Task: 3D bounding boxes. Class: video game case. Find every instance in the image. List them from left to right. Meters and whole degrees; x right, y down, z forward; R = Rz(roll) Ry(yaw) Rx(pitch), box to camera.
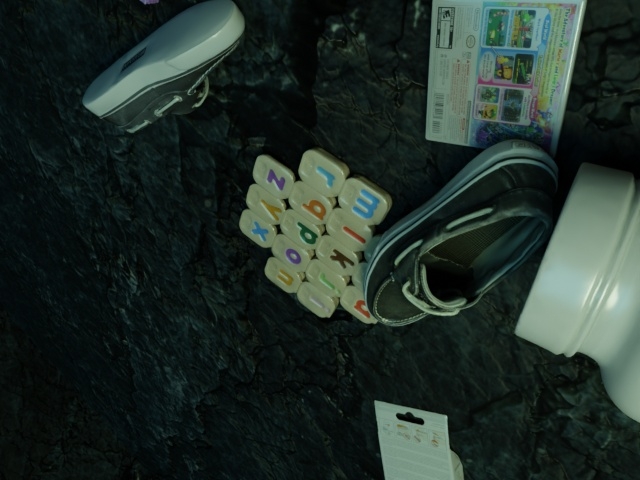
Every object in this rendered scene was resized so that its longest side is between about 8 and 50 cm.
[{"bbox_3d":[0.181,-0.169,0.537,0.143,0.019,0.157,15,127,27],"label":"video game case"}]

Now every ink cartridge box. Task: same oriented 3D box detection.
[{"bbox_3d":[0.175,0.370,0.925,0.145,0.045,0.179,-1,101,38],"label":"ink cartridge box"}]

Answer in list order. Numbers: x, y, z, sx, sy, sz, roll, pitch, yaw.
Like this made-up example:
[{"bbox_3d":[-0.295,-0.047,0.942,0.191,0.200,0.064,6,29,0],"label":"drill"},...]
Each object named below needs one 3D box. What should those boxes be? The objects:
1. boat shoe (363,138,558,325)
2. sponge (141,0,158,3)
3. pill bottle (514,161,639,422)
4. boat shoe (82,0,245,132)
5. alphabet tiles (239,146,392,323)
[{"bbox_3d":[0.136,0.027,0.610,0.121,0.119,0.335,26,138,-5],"label":"boat shoe"},{"bbox_3d":[-0.242,-0.427,0.662,0.117,0.031,0.210,39,135,8],"label":"sponge"},{"bbox_3d":[0.386,0.080,0.410,0.407,0.229,0.229,23,131,23],"label":"pill bottle"},{"bbox_3d":[-0.207,-0.229,0.735,0.301,0.108,0.102,-18,141,30],"label":"boat shoe"},{"bbox_3d":[0.000,0.000,0.792,0.278,0.021,0.284,35,135,12],"label":"alphabet tiles"}]
